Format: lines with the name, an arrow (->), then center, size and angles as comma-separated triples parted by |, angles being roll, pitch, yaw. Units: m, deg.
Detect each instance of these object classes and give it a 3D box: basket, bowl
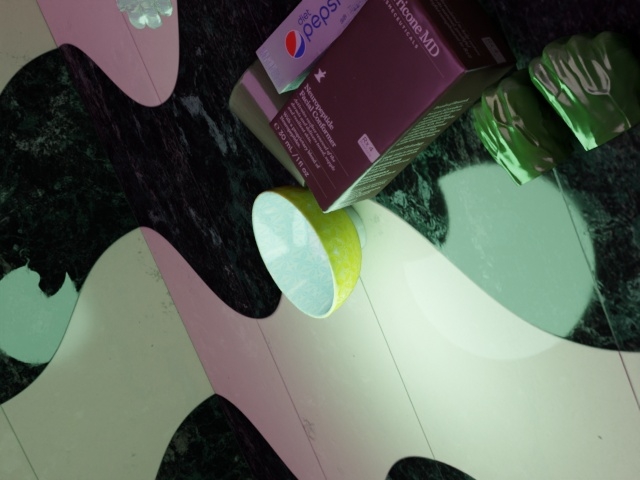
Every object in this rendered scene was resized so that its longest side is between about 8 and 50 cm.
basket -> -0.052, -0.229, 1.664 | 0.227, 0.154, 0.204 | 53, 152, 10
bowl -> 0.000, 0.000, 1.765 | 0.289, 0.156, 0.290 | 40, 145, 35

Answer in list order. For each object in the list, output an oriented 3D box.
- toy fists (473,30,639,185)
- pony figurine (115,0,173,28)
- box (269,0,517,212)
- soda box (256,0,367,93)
toy fists -> 0.314, -0.184, 1.133 | 0.142, 0.096, 0.279 | 53, 151, -3
pony figurine -> -0.233, -0.574, 1.469 | 0.363, 0.302, 0.351 | 18, 132, 57
box -> 0.097, -0.224, 1.314 | 0.381, 0.143, 0.191 | -44, 73, 44
soda box -> 0.017, -0.361, 1.403 | 0.286, 0.098, 0.091 | -35, 83, 47
